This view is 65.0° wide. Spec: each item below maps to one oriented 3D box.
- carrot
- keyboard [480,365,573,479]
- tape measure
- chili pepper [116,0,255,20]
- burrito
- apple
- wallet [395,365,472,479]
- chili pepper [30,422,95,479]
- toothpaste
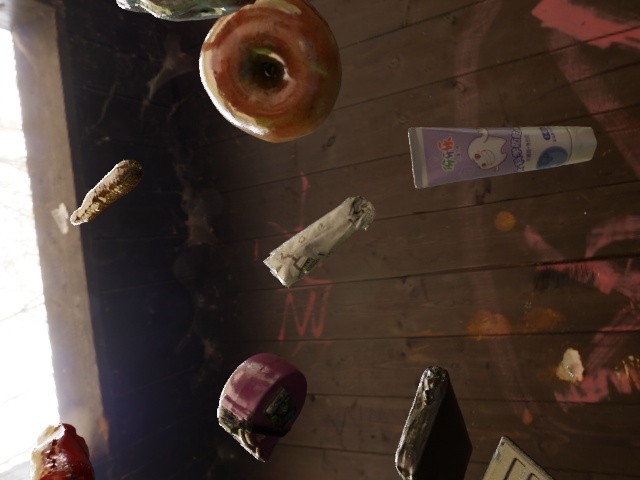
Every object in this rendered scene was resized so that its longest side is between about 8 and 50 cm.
[{"bbox_3d":[-0.294,-0.060,0.679,0.165,0.036,0.035,-30,-101,28],"label":"carrot"},{"bbox_3d":[0.173,0.290,0.498,0.103,0.041,0.380,37,-69,65],"label":"keyboard"},{"bbox_3d":[-0.136,0.416,1.276,0.149,0.245,0.231,24,-115,37],"label":"tape measure"},{"bbox_3d":[-0.140,-0.234,0.487,0.153,0.050,0.041,7,-63,-7],"label":"chili pepper"},{"bbox_3d":[0.000,0.001,0.808,0.203,0.064,0.064,-36,-104,8],"label":"burrito"},{"bbox_3d":[-0.104,-0.412,1.208,0.339,0.305,0.338,3,-66,6],"label":"apple"},{"bbox_3d":[0.158,0.288,0.682,0.044,0.250,0.149,7,-127,32],"label":"wallet"},{"bbox_3d":[-0.495,0.427,0.949,0.388,0.110,0.110,10,-82,58],"label":"chili pepper"},{"bbox_3d":[0.367,-0.182,1.032,0.372,0.080,0.125,-5,-93,-3],"label":"toothpaste"}]
